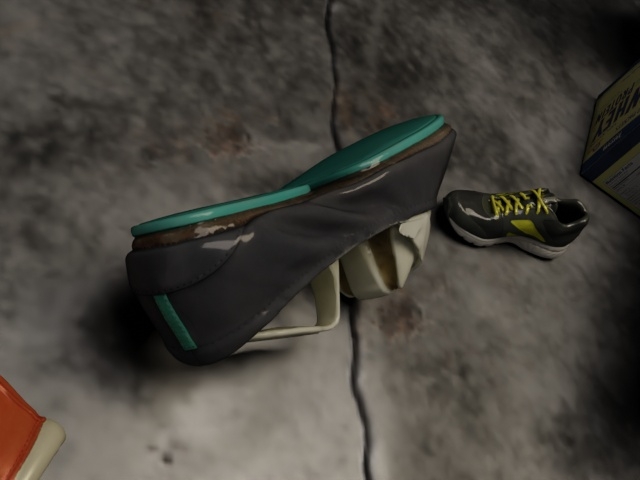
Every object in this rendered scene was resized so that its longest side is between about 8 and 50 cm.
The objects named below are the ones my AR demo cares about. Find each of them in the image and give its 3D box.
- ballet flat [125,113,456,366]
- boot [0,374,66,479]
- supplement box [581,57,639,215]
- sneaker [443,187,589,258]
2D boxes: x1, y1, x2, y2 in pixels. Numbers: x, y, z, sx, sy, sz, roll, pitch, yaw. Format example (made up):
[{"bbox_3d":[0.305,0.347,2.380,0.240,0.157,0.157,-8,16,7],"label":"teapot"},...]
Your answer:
[{"bbox_3d":[0.000,0.000,0.474,0.074,0.074,0.203,52,38,9],"label":"ballet flat"},{"bbox_3d":[-0.132,0.089,0.315,0.084,0.059,0.158,39,43,-11],"label":"boot"},{"bbox_3d":[0.209,-0.056,0.664,0.083,0.056,0.083,34,45,-10],"label":"supplement box"},{"bbox_3d":[0.100,-0.016,0.572,0.083,0.035,0.031,10,52,-29],"label":"sneaker"}]
